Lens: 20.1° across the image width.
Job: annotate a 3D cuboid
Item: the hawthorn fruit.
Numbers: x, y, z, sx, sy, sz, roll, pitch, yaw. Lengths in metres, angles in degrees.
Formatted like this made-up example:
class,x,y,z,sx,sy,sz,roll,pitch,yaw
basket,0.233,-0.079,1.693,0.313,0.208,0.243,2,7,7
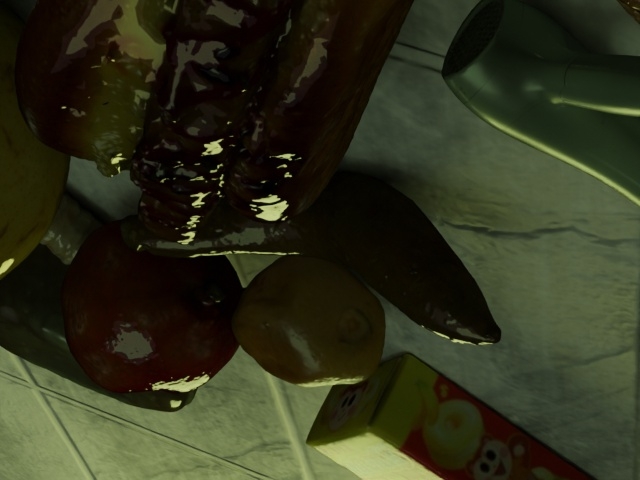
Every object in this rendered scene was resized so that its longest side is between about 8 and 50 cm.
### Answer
class,x,y,z,sx,sy,sz,roll,pitch,yaw
hawthorn fruit,-0.147,0.057,1.617,0.169,0.169,0.188,36,158,-17

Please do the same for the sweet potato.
class,x,y,z,sx,sy,sz,roll,pitch,yaw
sweet potato,0.000,-0.005,1.397,0.346,0.108,0.079,13,140,30

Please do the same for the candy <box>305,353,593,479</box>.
class,x,y,z,sx,sy,sz,roll,pitch,yaw
candy,0.138,0.223,1.731,0.276,0.088,0.146,36,156,-15

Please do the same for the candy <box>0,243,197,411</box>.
class,x,y,z,sx,sy,sz,roll,pitch,yaw
candy,-0.223,0.088,1.818,0.234,0.104,0.102,25,157,6

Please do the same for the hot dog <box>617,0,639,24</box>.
class,x,y,z,sx,sy,sz,roll,pitch,yaw
hot dog,0.268,-0.110,0.969,0.235,0.062,0.092,23,152,10

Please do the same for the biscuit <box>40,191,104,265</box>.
class,x,y,z,sx,sy,sz,roll,pitch,yaw
biscuit,-0.217,0.010,1.715,0.061,0.055,0.219,-26,123,38

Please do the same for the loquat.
class,x,y,z,sx,sy,sz,roll,pitch,yaw
loquat,-0.012,0.072,1.556,0.137,0.113,0.137,16,157,7

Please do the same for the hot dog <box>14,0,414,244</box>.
class,x,y,z,sx,sy,sz,roll,pitch,yaw
hot dog,-0.055,-0.129,1.066,0.185,0.223,0.405,31,154,3

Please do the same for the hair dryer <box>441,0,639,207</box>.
class,x,y,z,sx,sy,sz,roll,pitch,yaw
hair dryer,0.204,-0.071,1.062,0.206,0.075,0.237,32,169,-24

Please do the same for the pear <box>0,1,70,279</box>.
class,x,y,z,sx,sy,sz,roll,pitch,yaw
pear,-0.330,-0.076,1.419,0.280,0.281,0.281,23,155,11
